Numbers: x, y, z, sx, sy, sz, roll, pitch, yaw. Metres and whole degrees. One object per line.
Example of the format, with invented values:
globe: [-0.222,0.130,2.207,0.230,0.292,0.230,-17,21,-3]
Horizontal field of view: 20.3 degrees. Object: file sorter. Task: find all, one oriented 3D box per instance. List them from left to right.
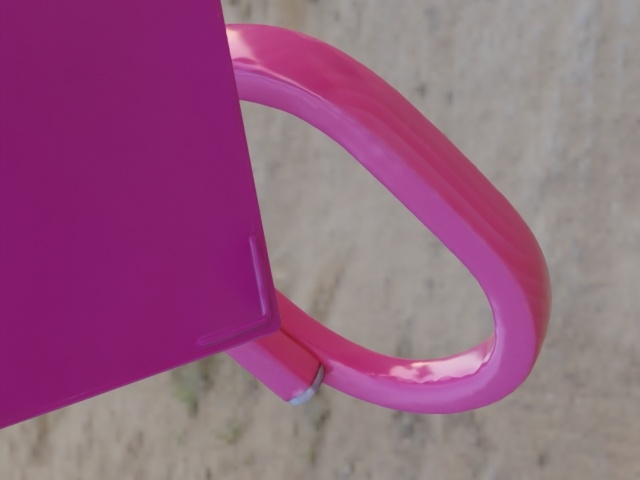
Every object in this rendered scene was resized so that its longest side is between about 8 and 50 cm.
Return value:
file sorter: [-0.174,-0.078,0.796,0.182,0.202,0.291,3,107,52]

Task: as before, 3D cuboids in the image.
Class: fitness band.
fitness band: [0.000,0.000,1.030,0.209,0.291,0.054,-31,25,42]
